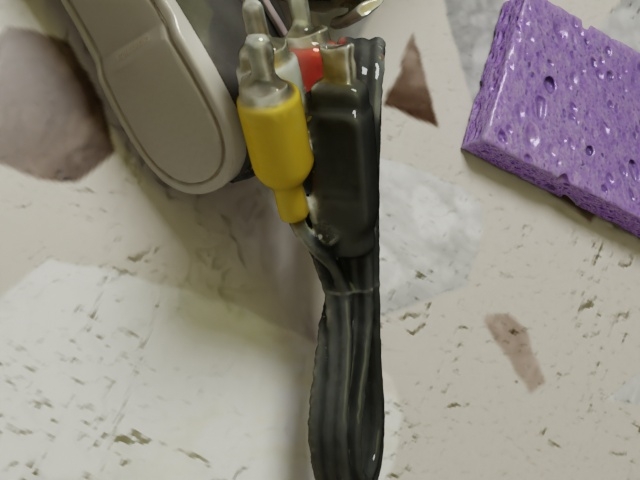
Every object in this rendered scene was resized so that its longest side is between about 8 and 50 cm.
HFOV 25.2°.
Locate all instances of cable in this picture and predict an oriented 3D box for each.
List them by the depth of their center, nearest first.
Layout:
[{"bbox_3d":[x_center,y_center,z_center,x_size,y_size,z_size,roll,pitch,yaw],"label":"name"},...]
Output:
[{"bbox_3d":[0.000,0.000,0.798,0.139,0.072,0.287,-59,149,-62],"label":"cable"}]

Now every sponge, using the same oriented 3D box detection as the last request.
[{"bbox_3d":[0.201,-0.072,0.969,0.210,0.031,0.117,25,67,-21],"label":"sponge"}]

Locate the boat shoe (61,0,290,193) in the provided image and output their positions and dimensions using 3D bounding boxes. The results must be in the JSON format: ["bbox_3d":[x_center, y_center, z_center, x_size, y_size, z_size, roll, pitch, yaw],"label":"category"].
[{"bbox_3d":[-0.108,-0.188,0.792,0.095,0.112,0.335,-37,107,-47],"label":"boat shoe"}]

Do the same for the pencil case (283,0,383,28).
[{"bbox_3d":[0.069,-0.313,0.886,0.183,0.160,0.410,37,63,-2],"label":"pencil case"}]
